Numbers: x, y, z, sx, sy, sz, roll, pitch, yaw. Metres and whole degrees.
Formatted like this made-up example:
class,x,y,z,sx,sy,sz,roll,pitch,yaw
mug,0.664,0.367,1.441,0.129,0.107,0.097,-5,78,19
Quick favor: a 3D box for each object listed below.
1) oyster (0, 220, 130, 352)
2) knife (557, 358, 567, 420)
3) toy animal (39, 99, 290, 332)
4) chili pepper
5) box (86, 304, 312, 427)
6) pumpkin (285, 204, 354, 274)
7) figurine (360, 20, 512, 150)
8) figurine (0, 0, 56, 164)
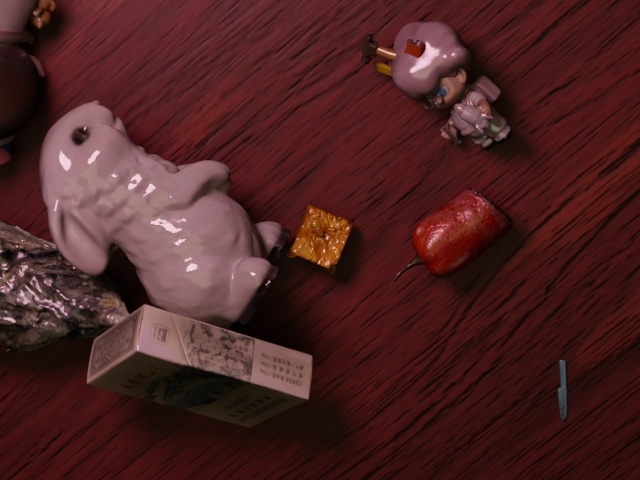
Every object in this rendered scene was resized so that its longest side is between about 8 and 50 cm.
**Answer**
class,x,y,z,sx,sy,sz,roll,pitch,yaw
oyster,-0.413,0.073,1.930,0.351,0.158,0.162,12,137,13
knife,0.342,0.212,1.970,0.014,0.005,0.091,-4,101,3
toy animal,-0.228,-0.017,1.858,0.357,0.194,0.257,31,105,-8
chili pepper,0.166,0.007,1.904,0.192,0.084,0.086,-39,80,5
box,-0.161,0.174,1.868,0.257,0.164,0.069,19,60,-26
pumpkin,0.000,0.000,1.927,0.074,0.054,0.083,25,80,-5
figurine,0.165,-0.213,1.846,0.229,0.137,0.112,45,68,-9
figurine,-0.451,-0.236,1.869,0.158,0.161,0.275,16,102,42
